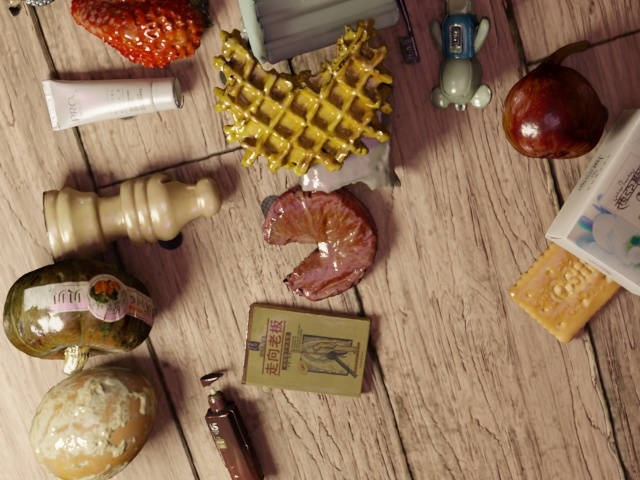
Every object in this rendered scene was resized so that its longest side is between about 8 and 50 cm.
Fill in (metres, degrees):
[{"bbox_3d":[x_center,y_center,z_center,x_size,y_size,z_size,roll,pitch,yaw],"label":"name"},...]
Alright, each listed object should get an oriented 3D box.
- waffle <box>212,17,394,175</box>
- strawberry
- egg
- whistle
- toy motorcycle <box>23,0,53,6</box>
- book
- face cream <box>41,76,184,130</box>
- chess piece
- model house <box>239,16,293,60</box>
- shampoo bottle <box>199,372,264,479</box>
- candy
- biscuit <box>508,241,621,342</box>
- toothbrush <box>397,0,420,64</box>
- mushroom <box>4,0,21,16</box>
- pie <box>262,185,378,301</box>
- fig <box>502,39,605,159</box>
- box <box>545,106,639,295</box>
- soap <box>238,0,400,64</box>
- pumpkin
[{"bbox_3d":[-0.025,-0.219,1.609,0.293,0.069,0.259,-7,117,0],"label":"waffle"},{"bbox_3d":[-0.307,-0.374,1.712,0.236,0.106,0.175,-15,103,4],"label":"strawberry"},{"bbox_3d":[-0.411,0.334,1.839,0.245,0.203,0.203,-35,101,-3],"label":"egg"},{"bbox_3d":[0.242,-0.341,1.739,0.114,0.077,0.235,2,99,29],"label":"whistle"},{"bbox_3d":[-0.448,-0.545,1.679,0.171,0.089,0.298,-4,103,0],"label":"toy motorcycle"},{"bbox_3d":[-0.027,0.207,1.893,0.231,0.026,0.161,7,104,-1],"label":"book"},{"bbox_3d":[-0.364,-0.250,1.772,0.244,0.058,0.092,-5,108,8],"label":"face cream"},{"bbox_3d":[-0.327,-0.044,1.797,0.307,0.124,0.138,-11,73,-1],"label":"chess piece"},{"bbox_3d":[-0.088,-0.365,1.723,0.101,0.088,0.100,10,105,-2],"label":"model house"},{"bbox_3d":[-0.172,0.362,1.910,0.068,0.067,0.236,-18,103,14],"label":"shampoo bottle"},{"bbox_3d":[0.050,-0.182,1.744,0.185,0.137,0.195,-1,102,0],"label":"candy"},{"bbox_3d":[0.481,0.058,1.853,0.160,0.030,0.249,41,100,-9],"label":"biscuit"},{"bbox_3d":[0.117,-0.459,1.734,0.031,0.023,0.321,-18,103,-5],"label":"toothbrush"},{"bbox_3d":[-0.575,-0.466,1.718,0.060,0.061,0.187,-40,104,4],"label":"mushroom"},{"bbox_3d":[0.000,0.000,1.829,0.204,0.054,0.218,-36,101,9],"label":"pie"},{"bbox_3d":[0.395,-0.244,1.726,0.175,0.175,0.207,-3,89,1],"label":"fig"},{"bbox_3d":[0.559,-0.067,1.759,0.203,0.116,0.274,33,90,-7],"label":"box"},{"bbox_3d":[-0.001,-0.397,1.670,0.261,0.094,0.150,-21,108,-20],"label":"soap"},{"bbox_3d":[-0.425,0.143,1.763,0.260,0.260,0.189,0,72,0],"label":"pumpkin"}]
